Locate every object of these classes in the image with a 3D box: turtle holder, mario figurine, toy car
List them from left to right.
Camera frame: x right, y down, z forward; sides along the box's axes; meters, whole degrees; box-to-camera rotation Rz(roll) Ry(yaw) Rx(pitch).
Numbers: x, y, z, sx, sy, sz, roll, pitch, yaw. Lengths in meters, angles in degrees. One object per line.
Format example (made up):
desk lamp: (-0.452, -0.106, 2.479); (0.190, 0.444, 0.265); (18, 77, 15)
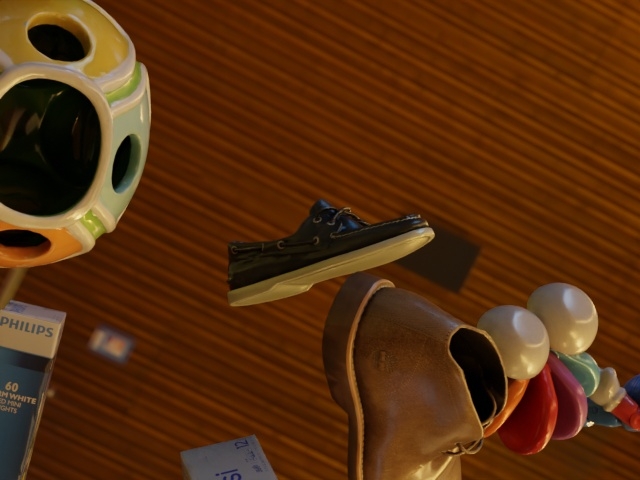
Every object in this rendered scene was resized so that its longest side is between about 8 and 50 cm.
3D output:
turtle holder: (-0.244, -0.125, 1.313); (0.320, 0.243, 0.227); (-54, -158, -2)
toy car: (0.200, 0.137, 1.450); (0.182, 0.136, 0.159); (-20, 159, -40)
mario figurine: (0.467, 0.194, 1.989); (0.320, 0.170, 0.198); (1, -144, 45)

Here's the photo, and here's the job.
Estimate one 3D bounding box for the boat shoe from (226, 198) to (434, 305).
boat shoe: (0.002, 0.000, 2.124); (0.340, 0.127, 0.113); (-21, -103, 36)

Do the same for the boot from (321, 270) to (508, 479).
boot: (0.088, 0.149, 1.174); (0.112, 0.115, 0.305); (-60, 152, -29)

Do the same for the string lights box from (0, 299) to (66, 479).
string lights box: (-0.375, 0.209, 1.786); (0.133, 0.077, 0.259); (-152, -104, -83)

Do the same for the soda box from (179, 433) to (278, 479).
soda box: (-0.079, 0.333, 1.673); (0.286, 0.098, 0.091); (-129, -149, -61)
